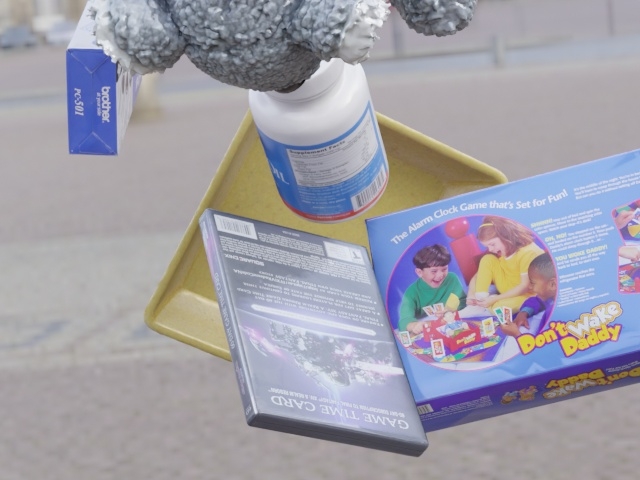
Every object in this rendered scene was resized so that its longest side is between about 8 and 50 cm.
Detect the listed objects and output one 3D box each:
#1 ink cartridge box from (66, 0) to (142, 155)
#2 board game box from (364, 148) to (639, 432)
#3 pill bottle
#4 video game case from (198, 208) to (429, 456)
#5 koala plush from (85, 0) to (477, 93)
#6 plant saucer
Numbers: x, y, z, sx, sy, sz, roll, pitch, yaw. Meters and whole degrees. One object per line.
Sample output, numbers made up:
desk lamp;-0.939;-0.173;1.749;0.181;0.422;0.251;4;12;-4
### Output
ink cartridge box;-0.190;-0.156;1.666;0.046;0.097;0.207;2;24;0
board game box;0.236;0.050;1.971;0.347;0.233;0.078;-14;-31;11
pill bottle;-0.005;-0.127;1.933;0.124;0.124;0.221;-4;-37;11
video game case;-0.010;0.089;1.867;0.196;0.026;0.274;14;40;-29
koala plush;-0.027;-0.167;1.063;0.196;0.203;0.221;4;41;18
plant saucer;0.000;0.000;2.165;0.333;0.332;0.081;24;9;-24
